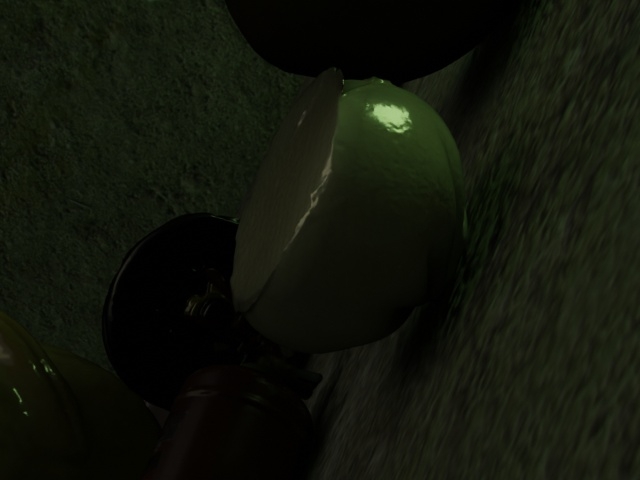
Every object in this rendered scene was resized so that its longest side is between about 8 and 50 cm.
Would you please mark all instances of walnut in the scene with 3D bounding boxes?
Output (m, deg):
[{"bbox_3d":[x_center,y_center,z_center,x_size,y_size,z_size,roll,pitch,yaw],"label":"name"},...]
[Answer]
[{"bbox_3d":[-0.315,0.232,1.228,0.381,0.381,0.381,-62,7,13],"label":"walnut"}]

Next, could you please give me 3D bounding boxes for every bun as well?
[{"bbox_3d":[0.026,-0.008,0.869,0.173,0.119,0.173,-59,16,28],"label":"bun"}]

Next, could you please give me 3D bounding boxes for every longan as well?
[{"bbox_3d":[0.052,-0.252,1.088,0.300,0.243,0.300,-41,30,30],"label":"longan"}]

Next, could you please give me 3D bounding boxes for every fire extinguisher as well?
[{"bbox_3d":[-0.093,0.167,1.003,0.106,0.147,0.337,-53,14,52],"label":"fire extinguisher"}]

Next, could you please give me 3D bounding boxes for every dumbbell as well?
[{"bbox_3d":[-0.116,0.076,1.381,0.185,0.185,0.388,-65,7,-9],"label":"dumbbell"}]

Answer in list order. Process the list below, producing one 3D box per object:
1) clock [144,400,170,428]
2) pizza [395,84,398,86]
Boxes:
[{"bbox_3d":[-0.155,0.122,1.983,0.290,0.080,0.275,-55,12,52],"label":"clock"},{"bbox_3d":[0.057,-0.189,1.598,0.246,0.058,0.127,-51,13,57],"label":"pizza"}]
